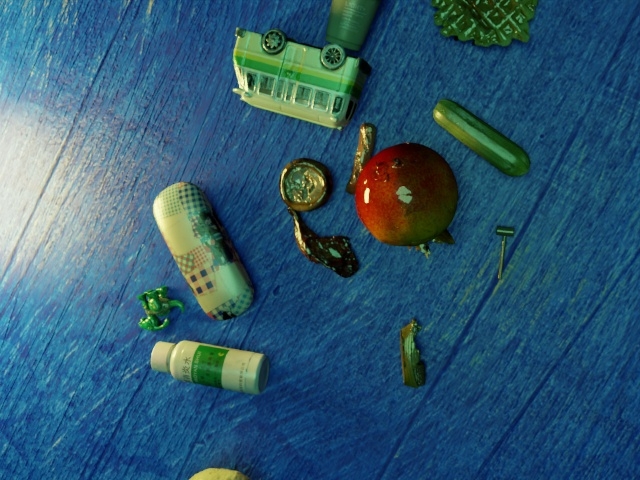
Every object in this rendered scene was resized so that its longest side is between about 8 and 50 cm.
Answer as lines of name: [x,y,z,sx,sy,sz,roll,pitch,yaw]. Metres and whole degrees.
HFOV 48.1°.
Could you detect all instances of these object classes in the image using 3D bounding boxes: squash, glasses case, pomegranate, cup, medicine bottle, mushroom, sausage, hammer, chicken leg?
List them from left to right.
glasses case: [-0.262,0.024,1.603,0.125,0.076,0.327,-29,87,12]
medicine bottle: [-0.249,0.281,1.612,0.260,0.095,0.095,8,96,14]
mushroom: [-0.031,-0.119,1.550,0.123,0.052,0.123,0,89,20]
chicken leg: [-0.003,0.006,1.555,0.205,0.053,0.093,33,78,2]
cup: [0.068,-0.467,1.473,0.120,0.120,0.141,19,108,11]
sausage: [0.088,-0.172,1.527,0.036,0.042,0.158,10,100,-26]
pomegranate: [0.178,-0.080,1.428,0.210,0.210,0.235,-34,111,14]
squash: [0.327,-0.207,1.452,0.229,0.066,0.066,38,102,10]
hammer: [0.377,0.026,1.484,0.035,0.019,0.110,7,101,13]

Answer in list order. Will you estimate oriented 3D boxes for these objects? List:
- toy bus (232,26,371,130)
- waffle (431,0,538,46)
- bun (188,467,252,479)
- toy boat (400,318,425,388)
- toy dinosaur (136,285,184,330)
toy bus: [-0.049,-0.339,1.495,0.276,0.133,0.165,17,98,12]
waffle: [0.329,-0.493,1.434,0.214,0.054,0.208,6,99,19]
bun: [-0.230,0.602,1.604,0.243,0.153,0.244,3,114,6]
toy boat: [0.197,0.241,1.526,0.049,0.047,0.149,-4,96,0]
toy dinosaur: [-0.371,0.159,1.655,0.132,0.059,0.096,-12,100,22]
